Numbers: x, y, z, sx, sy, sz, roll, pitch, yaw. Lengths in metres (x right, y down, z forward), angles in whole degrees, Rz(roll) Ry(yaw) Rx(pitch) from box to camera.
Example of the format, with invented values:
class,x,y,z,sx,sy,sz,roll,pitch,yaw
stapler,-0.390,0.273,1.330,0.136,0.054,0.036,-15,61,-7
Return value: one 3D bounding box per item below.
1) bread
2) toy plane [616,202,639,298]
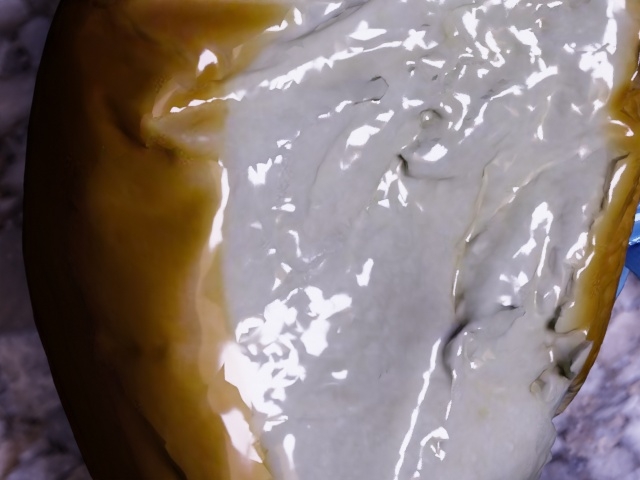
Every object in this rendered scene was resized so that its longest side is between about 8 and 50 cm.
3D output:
class,x,y,z,sx,sy,sz,roll,pitch,yaw
bread,0.000,0.000,0.688,0.225,0.250,0.279,-8,96,-14
toy plane,0.218,-0.051,0.872,0.246,0.078,0.169,-26,115,-16
